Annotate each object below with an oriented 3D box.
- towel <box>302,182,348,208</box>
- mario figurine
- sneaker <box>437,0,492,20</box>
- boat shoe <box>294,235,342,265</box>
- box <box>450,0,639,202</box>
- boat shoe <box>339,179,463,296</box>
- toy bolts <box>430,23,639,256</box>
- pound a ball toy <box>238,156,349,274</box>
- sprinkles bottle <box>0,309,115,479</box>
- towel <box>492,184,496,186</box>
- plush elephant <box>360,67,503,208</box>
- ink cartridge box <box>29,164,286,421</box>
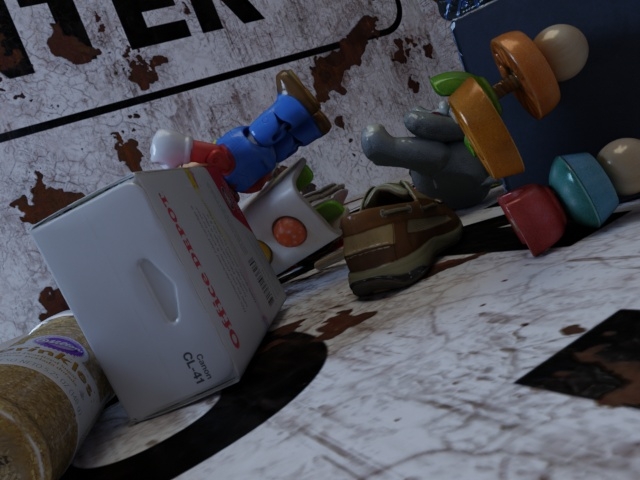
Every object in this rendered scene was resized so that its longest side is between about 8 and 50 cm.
[{"bbox_3d":[-0.045,-0.026,1.332,0.282,0.049,0.187,-29,-29,-47],"label":"towel"},{"bbox_3d":[-0.153,-0.142,0.915,0.320,0.198,0.170,-39,30,0],"label":"mario figurine"},{"bbox_3d":[0.244,-0.347,0.754,0.081,0.080,0.211,-2,-9,-39],"label":"sneaker"},{"bbox_3d":[0.000,0.000,1.253,0.073,0.073,0.207,-14,16,40],"label":"boat shoe"},{"bbox_3d":[0.502,-0.265,0.801,0.480,0.297,0.472,-18,9,31],"label":"box"},{"bbox_3d":[0.117,-0.028,0.812,0.123,0.119,0.324,-18,6,25],"label":"boat shoe"},{"bbox_3d":[0.239,-0.107,0.585,0.159,0.228,0.218,-30,9,14],"label":"toy bolts"},{"bbox_3d":[-0.054,0.014,0.989,0.319,0.208,0.135,-31,21,31],"label":"pound a ball toy"},{"bbox_3d":[-0.265,0.150,0.542,0.121,0.121,0.355,-22,6,-8],"label":"sprinkles bottle"},{"bbox_3d":[0.337,-0.112,1.325,0.237,0.021,0.102,-20,11,3],"label":"towel"},{"bbox_3d":[0.261,-0.205,1.148,0.330,0.272,0.255,-2,54,24],"label":"plush elephant"},{"bbox_3d":[-0.163,0.036,0.691,0.131,0.226,0.306,-25,5,10],"label":"ink cartridge box"}]
